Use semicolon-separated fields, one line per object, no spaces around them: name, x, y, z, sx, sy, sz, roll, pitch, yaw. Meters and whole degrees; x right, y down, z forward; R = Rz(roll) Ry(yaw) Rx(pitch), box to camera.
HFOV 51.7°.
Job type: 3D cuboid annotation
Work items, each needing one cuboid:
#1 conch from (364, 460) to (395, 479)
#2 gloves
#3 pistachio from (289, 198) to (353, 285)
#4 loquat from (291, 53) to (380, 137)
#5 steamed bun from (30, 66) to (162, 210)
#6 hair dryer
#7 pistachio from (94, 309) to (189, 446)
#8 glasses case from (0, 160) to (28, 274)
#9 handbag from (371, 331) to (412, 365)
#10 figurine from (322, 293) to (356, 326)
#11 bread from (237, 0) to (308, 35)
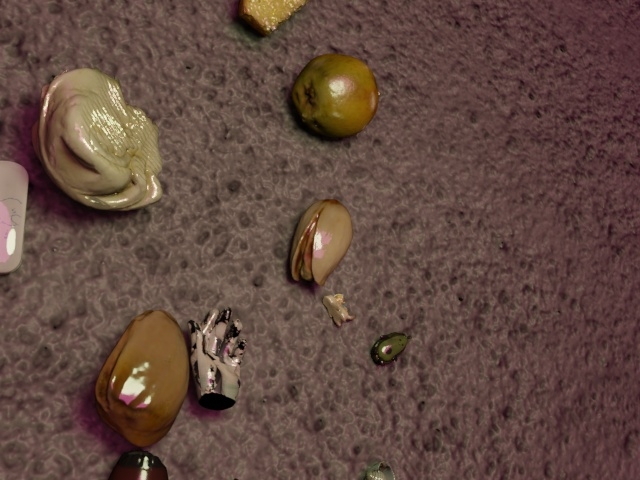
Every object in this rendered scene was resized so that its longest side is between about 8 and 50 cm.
conch;0.133;0.542;1.496;0.085;0.056;0.076;54;38;-35
gloves;-0.224;0.243;1.400;0.127;0.111;0.212;6;44;-18
pistachio;0.000;0.000;1.548;0.144;0.144;0.215;28;63;-15
loquat;0.056;-0.365;1.650;0.246;0.213;0.213;-14;81;-38
steamed bun;-0.476;-0.186;1.345;0.268;0.207;0.280;40;33;-52
hair dryer;-0.263;0.566;1.303;0.340;0.123;0.313;6;83;-34
pistachio;-0.337;0.269;1.315;0.260;0.162;0.213;-67;146;-43
glasses case;-0.637;-0.047;1.317;0.092;0.059;0.233;5;72;-21
handbag;0.170;0.256;1.599;0.111;0.047;0.072;-28;89;-26
figurine;0.045;0.161;1.578;0.050;0.047;0.083;-24;78;-43
bread;-0.118;-0.612;1.676;0.260;0.134;0.129;-47;107;-22
